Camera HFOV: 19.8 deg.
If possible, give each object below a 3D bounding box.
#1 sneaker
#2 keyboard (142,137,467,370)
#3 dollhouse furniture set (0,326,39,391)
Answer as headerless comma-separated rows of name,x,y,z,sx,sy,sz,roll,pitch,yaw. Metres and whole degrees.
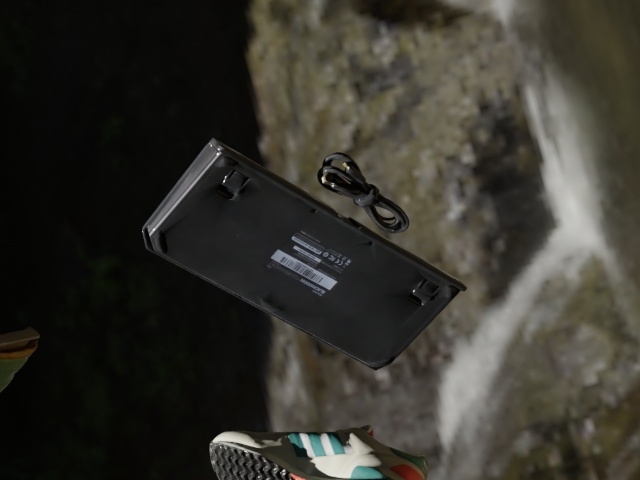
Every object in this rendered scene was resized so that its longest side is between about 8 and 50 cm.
sneaker,0.002,0.161,1.306,0.075,0.161,0.057,-45,-42,-48
keyboard,0.000,0.000,1.038,0.180,0.108,0.023,29,-153,-27
dollhouse furniture set,-0.280,0.122,1.481,0.058,0.076,0.152,46,-151,21
